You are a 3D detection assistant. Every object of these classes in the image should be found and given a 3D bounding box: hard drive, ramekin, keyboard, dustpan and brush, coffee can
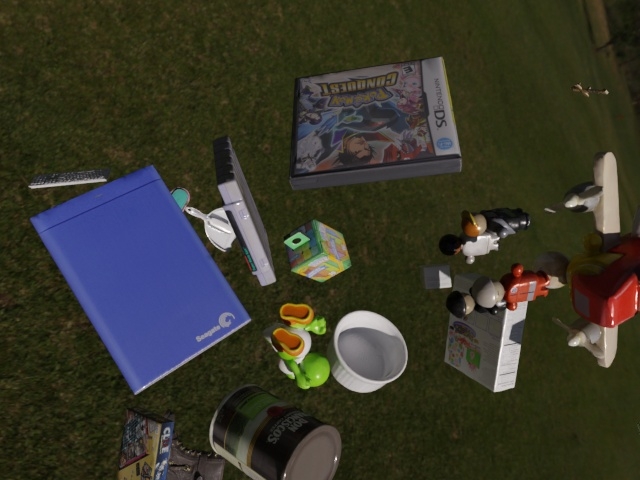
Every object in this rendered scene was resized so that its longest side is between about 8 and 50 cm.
[{"bbox_3d":[-0.287,0.053,0.817,0.210,0.040,0.318,-31,84,-25],"label":"hard drive"},{"bbox_3d":[0.154,0.399,1.775,0.277,0.135,0.277,13,49,-15],"label":"ramekin"},{"bbox_3d":[-0.840,-0.212,1.683,0.072,0.256,0.014,-101,-173,-45],"label":"keyboard"},{"bbox_3d":[-0.357,-0.062,1.657,0.211,0.060,0.147,27,83,-28],"label":"dustpan and brush"},{"bbox_3d":[-0.116,0.504,1.253,0.202,0.275,0.201,-16,112,-46],"label":"coffee can"}]

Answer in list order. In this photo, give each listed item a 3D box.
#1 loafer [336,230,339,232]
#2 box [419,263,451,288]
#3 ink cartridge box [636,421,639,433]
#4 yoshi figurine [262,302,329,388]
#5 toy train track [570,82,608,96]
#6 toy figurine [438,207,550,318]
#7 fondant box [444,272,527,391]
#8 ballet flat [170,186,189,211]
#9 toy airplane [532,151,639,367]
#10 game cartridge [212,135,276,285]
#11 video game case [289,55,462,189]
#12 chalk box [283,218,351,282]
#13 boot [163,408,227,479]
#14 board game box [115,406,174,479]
[{"bbox_3d":[-0.029,0.027,2.107,0.094,0.251,0.087,63,26,-10],"label":"loafer"},{"bbox_3d":[0.442,0.137,1.934,0.101,0.102,0.087,-31,115,-88],"label":"box"},{"bbox_3d":[0.923,0.512,1.328,0.171,0.056,0.235,31,40,-11],"label":"ink cartridge box"},{"bbox_3d":[-0.048,0.354,1.581,0.203,0.204,0.362,58,-16,32],"label":"yoshi figurine"},{"bbox_3d":[0.560,-0.316,1.040,0.048,0.083,0.014,25,98,-31],"label":"toy train track"},{"bbox_3d":[0.335,0.047,1.019,0.213,0.148,0.209,110,-28,-74],"label":"toy figurine"},{"bbox_3d":[0.543,0.295,1.664,0.096,0.238,0.330,-1,103,-28],"label":"fondant box"},{"bbox_3d":[-0.442,-0.052,1.417,0.077,0.079,0.221,30,78,-17],"label":"ballet flat"},{"bbox_3d":[0.621,0.053,1.114,0.384,0.273,0.386,42,54,-50],"label":"toy airplane"},{"bbox_3d":[-0.203,-0.070,1.327,0.230,0.068,0.355,-102,177,-48],"label":"game cartridge"},{"bbox_3d":[0.087,-0.206,0.860,0.035,0.275,0.248,71,17,-56],"label":"video game case"},{"bbox_3d":[-0.023,0.029,1.589,0.213,0.132,0.132,24,44,-49],"label":"chalk box"},{"bbox_3d":[-0.406,0.674,1.579,0.229,0.091,0.262,6,71,-10],"label":"boot"},{"bbox_3d":[-0.464,0.577,1.305,0.042,0.165,0.243,14,81,-51],"label":"board game box"}]
